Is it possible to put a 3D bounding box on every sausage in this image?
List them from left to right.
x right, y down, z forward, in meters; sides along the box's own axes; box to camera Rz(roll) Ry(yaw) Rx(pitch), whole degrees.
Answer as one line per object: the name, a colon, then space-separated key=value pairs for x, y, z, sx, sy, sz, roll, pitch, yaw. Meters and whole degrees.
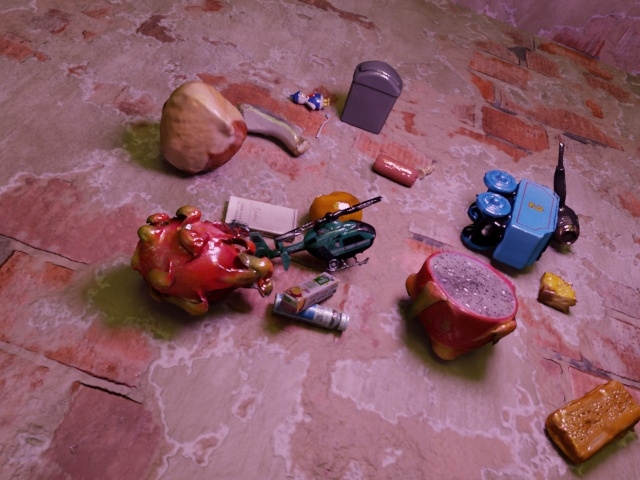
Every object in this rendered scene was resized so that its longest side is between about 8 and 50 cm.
sausage: x=0.252 y=-0.235 z=1.836 sx=0.154 sy=0.062 sz=0.062 roll=25 pitch=45 yaw=2

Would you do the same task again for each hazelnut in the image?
hazelnut: x=-0.327 y=-0.321 z=1.550 sx=0.261 sy=0.261 sz=0.241 roll=-14 pitch=25 yaw=-32

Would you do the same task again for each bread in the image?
bread: x=0.685 y=0.450 z=1.368 sx=0.270 sy=0.077 sz=0.139 roll=-16 pitch=60 yaw=-31

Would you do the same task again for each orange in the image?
orange: x=0.042 y=-0.072 z=1.565 sx=0.156 sy=0.134 sz=0.156 roll=1 pitch=8 yaw=0

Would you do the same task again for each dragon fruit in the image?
dragon fruit: x=-0.267 y=0.044 z=1.261 sx=0.307 sy=0.228 sz=0.243 roll=-16 pitch=61 yaw=-36
dragon fruit: x=0.357 y=0.168 z=1.435 sx=0.290 sy=0.189 sz=0.291 roll=16 pitch=38 yaw=-13

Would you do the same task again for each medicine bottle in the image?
medicine bottle: x=-0.025 y=0.178 z=1.354 sx=0.191 sy=0.051 sz=0.051 roll=17 pitch=45 yaw=-8

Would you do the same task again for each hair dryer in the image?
hair dryer: x=0.787 y=-0.188 z=1.827 sx=0.120 sy=0.360 sz=0.304 roll=-6 pitch=38 yaw=11

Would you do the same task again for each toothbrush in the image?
toothbrush: x=0.012 y=-0.403 z=1.930 sx=0.017 sy=0.014 sz=0.162 roll=32 pitch=44 yaw=-12

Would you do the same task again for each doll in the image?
doll: x=-0.039 y=-0.506 z=1.978 sx=0.142 sy=0.058 sz=0.099 roll=11 pitch=47 yaw=-4

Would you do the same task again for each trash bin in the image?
trash bin: x=0.181 y=-0.510 z=1.938 sx=0.176 sy=0.236 sz=0.101 roll=19 pitch=45 yaw=-5

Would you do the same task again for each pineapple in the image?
pineapple: x=0.701 y=0.156 z=1.663 sx=0.116 sy=0.069 sz=0.137 roll=-9 pitch=44 yaw=-22

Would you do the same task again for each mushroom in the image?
mushroom: x=-0.157 y=-0.363 z=1.772 sx=0.277 sy=0.099 sz=0.096 roll=27 pitch=50 yaw=-1

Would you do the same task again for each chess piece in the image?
chess piece: x=0.370 y=-0.244 z=1.915 sx=0.035 sy=0.035 sz=0.092 roll=44 pitch=45 yaw=19

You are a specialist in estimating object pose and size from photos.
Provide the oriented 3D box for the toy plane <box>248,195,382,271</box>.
toy plane: x=0.000 y=0.000 z=1.450 sx=0.381 sy=0.155 sz=0.106 roll=-15 pitch=30 yaw=-9

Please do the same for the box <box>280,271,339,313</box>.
box: x=-0.022 y=0.125 z=1.358 sx=0.049 sy=0.041 sz=0.207 roll=25 pitch=21 yaw=24

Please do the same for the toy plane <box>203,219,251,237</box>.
toy plane: x=-0.240 y=-0.027 z=1.457 sx=0.145 sy=0.060 sz=0.037 roll=16 pitch=7 yaw=-14

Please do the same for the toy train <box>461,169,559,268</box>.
toy train: x=0.603 y=-0.075 z=1.732 sx=0.264 sy=0.188 sz=0.300 roll=23 pitch=42 yaw=10

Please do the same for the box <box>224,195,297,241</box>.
box: x=-0.164 y=-0.060 z=1.534 sx=0.198 sy=0.029 sz=0.109 roll=12 pitch=46 yaw=-10
